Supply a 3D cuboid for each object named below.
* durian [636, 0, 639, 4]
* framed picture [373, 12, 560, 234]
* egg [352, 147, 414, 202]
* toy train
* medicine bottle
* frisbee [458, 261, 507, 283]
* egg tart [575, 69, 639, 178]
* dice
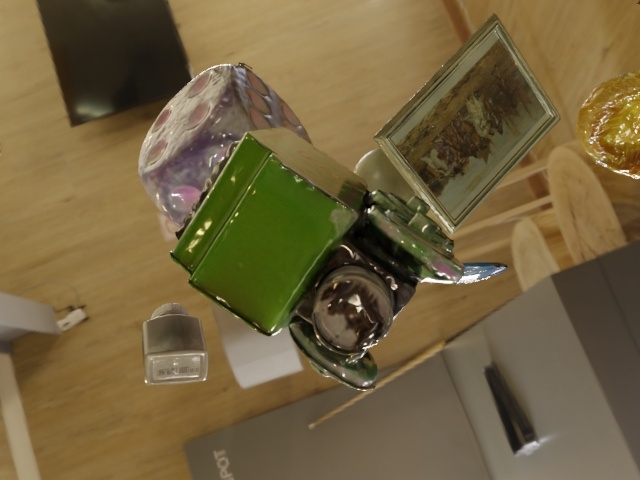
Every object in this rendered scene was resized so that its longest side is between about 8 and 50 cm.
[{"bbox_3d":[0.539,-0.344,0.906,0.102,0.208,0.146,118,135,-79],"label":"durian"},{"bbox_3d":[0.234,-0.171,1.018,0.217,0.274,0.017,46,172,-25],"label":"framed picture"},{"bbox_3d":[0.167,-0.130,1.862,0.186,0.187,0.253,-141,53,-89],"label":"egg"},{"bbox_3d":[0.000,0.000,0.673,0.249,0.173,0.307,35,-168,-2],"label":"toy train"},{"bbox_3d":[-0.318,0.220,1.452,0.188,0.132,0.088,-119,30,-59],"label":"medicine bottle"},{"bbox_3d":[0.350,0.088,1.695,0.242,0.242,0.045,73,-166,-80],"label":"frisbee"},{"bbox_3d":[0.709,-0.262,1.417,0.128,0.319,0.319,-63,-28,-30],"label":"egg tart"},{"bbox_3d":[-0.186,-0.170,1.370,0.270,0.271,0.270,39,-153,-34],"label":"dice"}]
